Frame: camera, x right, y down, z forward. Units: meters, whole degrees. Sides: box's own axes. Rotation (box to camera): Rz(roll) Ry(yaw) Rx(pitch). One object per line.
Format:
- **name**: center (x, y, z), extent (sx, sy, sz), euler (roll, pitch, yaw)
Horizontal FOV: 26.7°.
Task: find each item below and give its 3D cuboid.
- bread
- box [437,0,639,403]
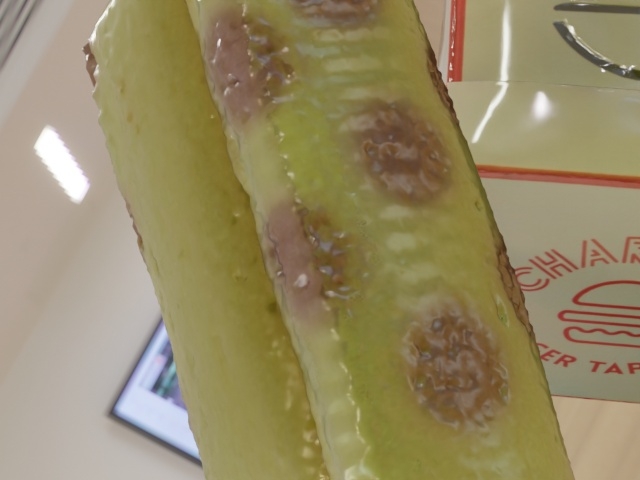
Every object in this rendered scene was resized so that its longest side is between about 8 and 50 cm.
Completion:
- **bread**: center (0.000, 0.000, 0.687), extent (0.155, 0.338, 0.187), euler (-4, -20, -37)
- **box**: center (0.240, -0.069, 1.078), extent (0.312, 0.314, 0.300), euler (89, -174, -55)
